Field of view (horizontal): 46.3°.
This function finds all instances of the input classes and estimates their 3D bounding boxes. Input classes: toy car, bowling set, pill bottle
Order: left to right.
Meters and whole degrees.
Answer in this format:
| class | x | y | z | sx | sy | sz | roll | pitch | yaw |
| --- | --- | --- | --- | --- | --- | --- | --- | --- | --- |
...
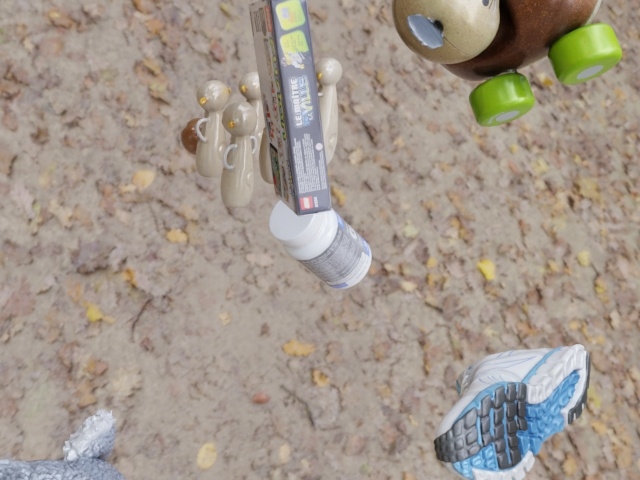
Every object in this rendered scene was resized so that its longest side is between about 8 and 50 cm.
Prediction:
| class | x | y | z | sx | sy | sz | roll | pitch | yaw |
| --- | --- | --- | --- | --- | --- | --- | --- | --- | --- |
| bowling set | -0.110 | -0.166 | 0.993 | 0.200 | 0.154 | 0.287 | 16 | 25 | 20 |
| pill bottle | 0.000 | 0.000 | 0.922 | 0.137 | 0.078 | 0.078 | 42 | 40 | -49 |
| toy car | 0.115 | -0.186 | 0.566 | 0.188 | 0.149 | 0.155 | -4 | 73 | -48 |

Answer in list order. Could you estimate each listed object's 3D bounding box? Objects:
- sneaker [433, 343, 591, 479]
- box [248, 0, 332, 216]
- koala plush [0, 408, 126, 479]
| class | x | y | z | sx | sy | sz | roll | pitch | yaw |
| --- | --- | --- | --- | --- | --- | --- | --- | --- | --- |
| sneaker | 0.128 | 0.124 | 0.558 | 0.191 | 0.083 | 0.071 | -11 | 100 | -49 |
| box | -0.032 | -0.136 | 0.752 | 0.036 | 0.114 | 0.207 | -11 | 107 | -13 |
| koala plush | -0.235 | 0.256 | 0.660 | 0.221 | 0.203 | 0.196 | 18 | 63 | -78 |
